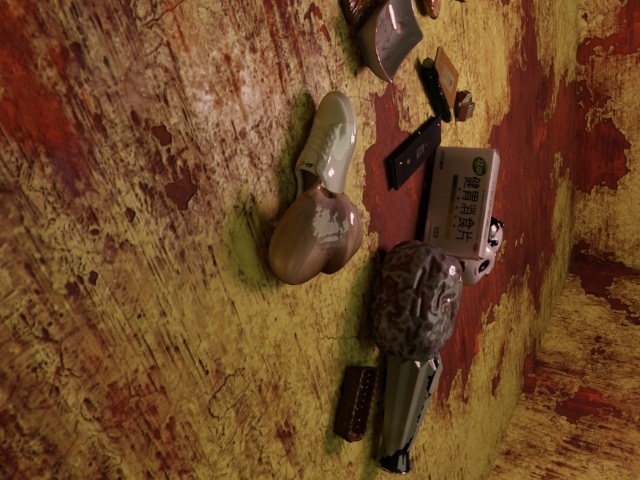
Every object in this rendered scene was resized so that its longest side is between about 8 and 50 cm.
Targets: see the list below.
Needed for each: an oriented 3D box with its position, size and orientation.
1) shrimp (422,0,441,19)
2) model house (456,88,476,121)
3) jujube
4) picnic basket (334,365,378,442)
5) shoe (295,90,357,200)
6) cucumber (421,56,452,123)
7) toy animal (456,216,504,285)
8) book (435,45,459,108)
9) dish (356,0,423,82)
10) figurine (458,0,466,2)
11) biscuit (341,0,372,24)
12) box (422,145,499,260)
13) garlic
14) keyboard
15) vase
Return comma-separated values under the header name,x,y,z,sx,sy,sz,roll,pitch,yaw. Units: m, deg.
name,x,y,z,sx,sy,sz,roll,pitch,yaw
shrimp,0.281,-0.705,1.569,0.251,0.052,0.144,70,30,-46
model house,0.453,-0.426,1.903,0.058,0.057,0.083,-26,144,-23
jujube,0.245,0.159,1.563,0.226,0.226,0.317,20,86,-57
picnic basket,0.091,0.413,1.533,0.110,0.054,0.194,20,80,-58
shoe,0.004,-0.170,1.219,0.110,0.095,0.265,-12,110,-55
cucumber,0.334,-0.419,1.717,0.257,0.044,0.043,50,38,-51
toy animal,0.494,0.037,1.966,0.187,0.165,0.235,82,29,-56
book,0.373,-0.483,1.791,0.172,0.012,0.118,27,75,-56
dish,0.154,-0.480,1.391,0.212,0.077,0.151,-57,139,-32
figurine,0.403,-0.727,1.489,0.284,0.338,0.204,-53,134,-19
biscuit,0.098,-0.584,1.319,0.176,0.031,0.229,-4,100,-56
box,0.421,-0.114,1.790,0.145,0.173,0.333,13,86,-69
garlic,0.000,0.000,1.182,0.217,0.110,0.228,-30,142,-21
keyboard,0.267,-0.254,1.671,0.317,0.027,0.106,-44,136,-44
vase,0.239,0.465,1.698,0.165,0.165,0.360,2,100,-57
